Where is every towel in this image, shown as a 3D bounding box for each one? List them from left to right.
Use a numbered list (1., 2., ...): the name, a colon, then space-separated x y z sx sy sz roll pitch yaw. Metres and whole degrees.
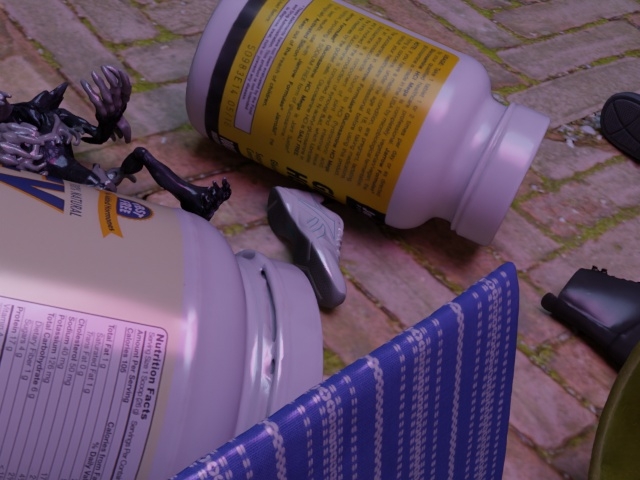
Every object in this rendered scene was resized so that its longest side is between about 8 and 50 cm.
1. towel: 0.003 0.175 0.497 0.336 0.243 0.040 -26 38 -37

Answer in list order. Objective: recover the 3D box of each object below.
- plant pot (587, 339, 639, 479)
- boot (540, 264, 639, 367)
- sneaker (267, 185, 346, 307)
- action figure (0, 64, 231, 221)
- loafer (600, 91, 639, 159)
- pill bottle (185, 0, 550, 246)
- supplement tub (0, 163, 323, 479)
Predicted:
1. plant pot: 0.441 0.207 0.557 0.353 0.366 0.366 9 42 -27
2. boot: 0.332 0.051 0.854 0.137 0.076 0.198 37 44 27
3. sneaker: 0.000 0.000 0.806 0.061 0.053 0.152 -4 46 -26
4. action figure: -0.220 -0.082 0.755 0.276 0.141 0.164 28 55 8
5. loafer: 0.476 -0.105 1.052 0.084 0.096 0.267 -13 48 -37
6. pill bottle: 0.049 -0.128 0.855 0.334 0.187 0.188 26 43 10
7. supplement tub: -0.186 0.075 0.507 0.325 0.235 0.235 14 41 -23
